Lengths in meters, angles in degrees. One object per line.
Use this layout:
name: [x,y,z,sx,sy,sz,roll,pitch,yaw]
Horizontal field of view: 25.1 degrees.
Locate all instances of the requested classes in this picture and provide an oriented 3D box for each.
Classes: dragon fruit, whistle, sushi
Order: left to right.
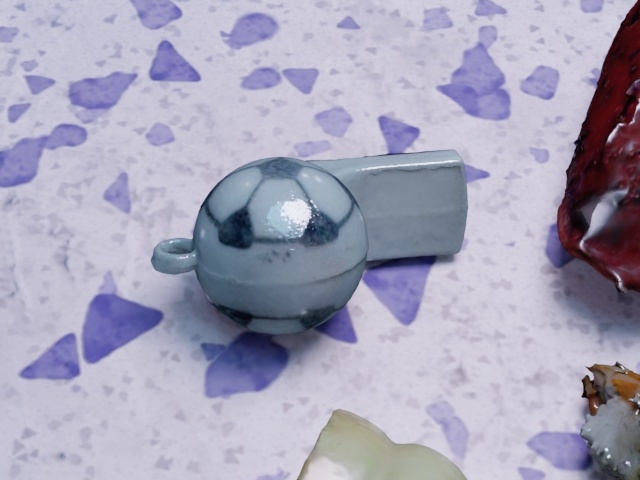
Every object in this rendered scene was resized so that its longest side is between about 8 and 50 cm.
whistle: [0.000,0.000,1.225,0.290,0.163,0.163,-6,53,-10]
sushi: [0.288,0.180,1.149,0.103,0.097,0.226,-38,63,-25]
dragon fruit: [0.381,-0.042,1.342,0.329,0.228,0.286,26,85,-10]

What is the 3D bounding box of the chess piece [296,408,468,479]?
chess piece: [0.161,0.302,0.972,0.442,0.234,0.234,22,54,8]
